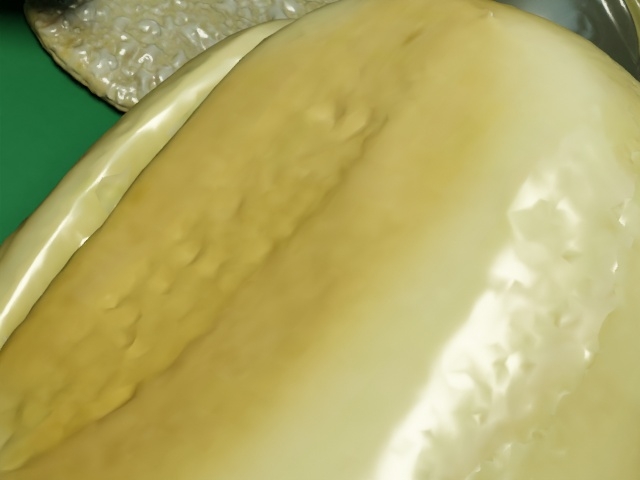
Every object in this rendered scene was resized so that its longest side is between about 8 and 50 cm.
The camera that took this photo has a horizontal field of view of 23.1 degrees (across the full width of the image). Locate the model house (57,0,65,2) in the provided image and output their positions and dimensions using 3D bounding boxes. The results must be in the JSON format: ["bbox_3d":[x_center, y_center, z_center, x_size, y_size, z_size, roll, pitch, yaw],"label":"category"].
[{"bbox_3d":[-0.154,-0.258,0.921,0.154,0.207,0.294,39,26,-25],"label":"model house"}]

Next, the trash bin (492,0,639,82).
[{"bbox_3d":[0.166,-0.134,1.034,0.334,0.214,0.214,-26,74,-43],"label":"trash bin"}]

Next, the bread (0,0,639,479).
[{"bbox_3d":[0.009,0.069,0.716,0.376,0.348,0.253,-55,127,-19],"label":"bread"}]

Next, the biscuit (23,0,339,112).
[{"bbox_3d":[-0.058,-0.124,1.019,0.250,0.032,0.133,-14,66,-34],"label":"biscuit"}]
